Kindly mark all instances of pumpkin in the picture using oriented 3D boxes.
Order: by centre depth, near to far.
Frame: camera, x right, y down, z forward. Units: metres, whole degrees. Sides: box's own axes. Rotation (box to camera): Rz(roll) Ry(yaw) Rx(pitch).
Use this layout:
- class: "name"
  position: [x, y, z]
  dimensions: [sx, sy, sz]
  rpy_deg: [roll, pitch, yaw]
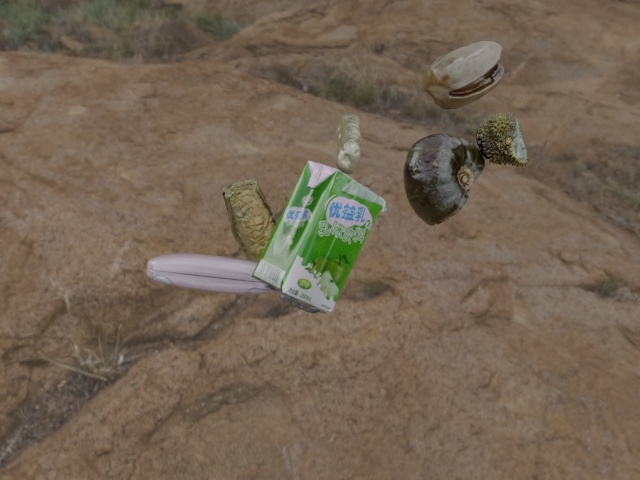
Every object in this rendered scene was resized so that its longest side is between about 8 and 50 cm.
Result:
- class: "pumpkin"
  position: [0.378, -0.232, 2.101]
  dimensions: [0.232, 0.242, 0.325]
  rpy_deg: [44, 56, -15]

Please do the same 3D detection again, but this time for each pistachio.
- class: "pistachio"
  position: [0.327, -0.381, 1.436]
  dimensions: [0.206, 0.130, 0.131]
  rpy_deg: [-30, 51, -15]

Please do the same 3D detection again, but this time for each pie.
- class: "pie"
  position: [-0.184, -0.033, 1.783]
  dimensions: [0.128, 0.283, 0.068]
  rpy_deg: [-26, 24, -17]

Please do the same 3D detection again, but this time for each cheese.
- class: "cheese"
  position: [0.053, -0.184, 1.169]
  dimensions: [0.043, 0.065, 0.194]
  rpy_deg: [22, 26, -9]

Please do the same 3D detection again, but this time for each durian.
- class: "durian"
  position: [0.583, -0.317, 2.046]
  dimensions: [0.137, 0.194, 0.237]
  rpy_deg: [-17, 4, 22]

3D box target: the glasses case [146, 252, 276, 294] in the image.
- class: "glasses case"
  position: [-0.224, 0.071, 1.341]
  dimensions: [0.296, 0.075, 0.113]
  rpy_deg: [6, 5, 13]

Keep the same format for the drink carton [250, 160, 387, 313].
- class: "drink carton"
  position: [0.000, 0.000, 1.249]
  dimensions: [0.161, 0.271, 0.108]
  rpy_deg: [28, -3, -43]
